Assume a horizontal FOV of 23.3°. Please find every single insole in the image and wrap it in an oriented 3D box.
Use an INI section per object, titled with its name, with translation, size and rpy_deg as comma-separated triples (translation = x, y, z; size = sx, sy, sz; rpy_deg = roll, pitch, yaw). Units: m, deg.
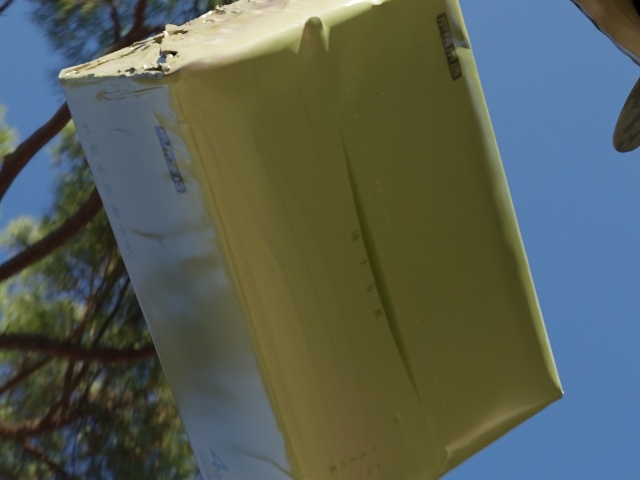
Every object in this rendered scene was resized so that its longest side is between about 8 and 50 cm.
[insole]
translation = 0.284, -0.150, 1.211
size = 0.065, 0.006, 0.193
rpy_deg = 3, -57, -43

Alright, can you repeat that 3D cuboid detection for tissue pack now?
[tissue pack]
translation = 0.000, 0.000, 0.726
size = 0.159, 0.125, 0.234
rpy_deg = -27, -70, -31

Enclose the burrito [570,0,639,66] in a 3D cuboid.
[burrito]
translation = 0.193, -0.158, 0.388
size = 0.332, 0.135, 0.190
rpy_deg = -8, -37, 19
